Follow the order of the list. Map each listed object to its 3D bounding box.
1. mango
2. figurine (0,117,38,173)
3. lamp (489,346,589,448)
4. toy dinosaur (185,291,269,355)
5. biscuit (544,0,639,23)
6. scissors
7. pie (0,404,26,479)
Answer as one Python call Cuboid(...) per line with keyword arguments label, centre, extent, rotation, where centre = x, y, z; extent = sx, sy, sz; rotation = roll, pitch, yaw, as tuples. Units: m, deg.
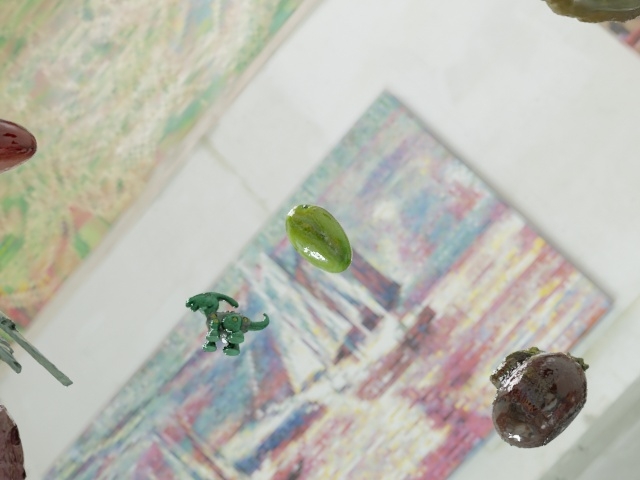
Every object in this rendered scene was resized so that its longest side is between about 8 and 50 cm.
Cuboid(label="mango", centre=(0.000, 0.000, 1.501), extent=(0.073, 0.056, 0.108), rotation=(-2, 137, 44))
Cuboid(label="figurine", centre=(-0.581, -0.174, 1.683), extent=(0.261, 0.211, 0.270), rotation=(46, 180, 16))
Cuboid(label="lamp", centre=(0.311, 0.226, 1.776), extent=(0.135, 0.156, 0.157), rotation=(41, -162, 18))
Cuboid(label="toy dinosaur", centre=(-0.143, 0.123, 1.876), extent=(0.132, 0.059, 0.096), rotation=(6, -126, -13))
Cuboid(label="biscuit", centre=(0.421, -0.400, 1.506), extent=(0.329, 0.335, 0.078), rotation=(-8, -129, -37))
Cuboid(label="scissors", centre=(-0.442, 0.050, 1.469), extent=(0.383, 0.029, 0.256), rotation=(39, -178, 23))
Cuboid(label="pie", centre=(-0.312, 0.199, 0.990), extent=(0.219, 0.204, 0.054), rotation=(13, -165, 38))
